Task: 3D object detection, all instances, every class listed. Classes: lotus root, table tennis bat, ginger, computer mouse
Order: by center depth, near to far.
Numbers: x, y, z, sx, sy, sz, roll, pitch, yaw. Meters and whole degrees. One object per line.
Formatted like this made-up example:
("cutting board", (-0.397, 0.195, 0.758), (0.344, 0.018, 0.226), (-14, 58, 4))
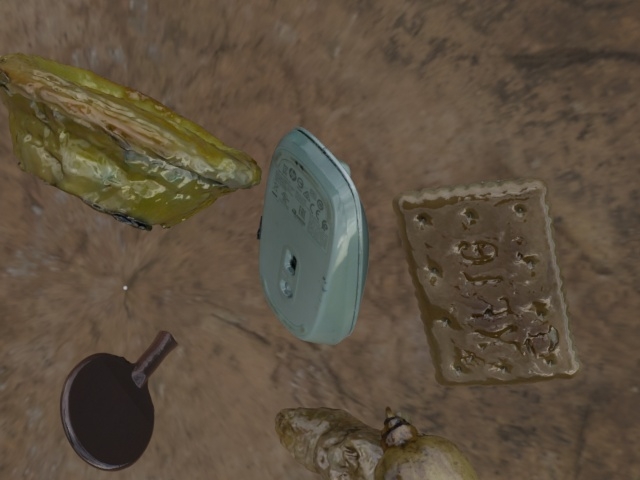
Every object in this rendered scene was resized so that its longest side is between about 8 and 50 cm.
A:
("lotus root", (0.080, 0.184, 1.016), (0.072, 0.063, 0.152), (-28, 73, -3))
("ginger", (0.061, 0.196, 1.161), (0.213, 0.137, 0.074), (39, 75, -2))
("table tennis bat", (-0.146, 0.129, 1.323), (0.107, 0.119, 0.170), (57, 40, -18))
("computer mouse", (0.005, -0.001, 1.691), (0.097, 0.288, 0.159), (-17, 47, -29))

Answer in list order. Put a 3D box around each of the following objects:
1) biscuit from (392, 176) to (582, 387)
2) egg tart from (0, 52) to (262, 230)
("biscuit", (0.230, 0.066, 1.975), (0.217, 0.044, 0.324), (-6, 118, 16))
("egg tart", (-0.209, -0.093, 1.481), (0.315, 0.315, 0.120), (24, 96, -6))
